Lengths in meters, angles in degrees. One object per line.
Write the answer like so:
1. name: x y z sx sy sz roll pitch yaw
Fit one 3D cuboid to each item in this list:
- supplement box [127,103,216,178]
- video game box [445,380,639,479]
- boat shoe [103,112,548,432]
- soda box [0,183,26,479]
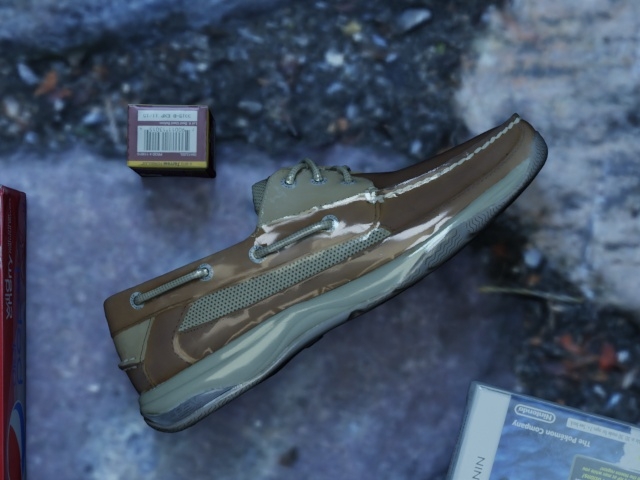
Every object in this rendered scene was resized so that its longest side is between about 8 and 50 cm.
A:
1. supplement box: -0.099 -0.066 1.087 0.055 0.083 0.043 0 87 -1
2. video game box: 0.177 0.211 1.100 0.205 0.048 0.187 15 90 0
3. boat shoe: 0.000 0.000 1.071 0.324 0.123 0.116 -32 86 -3
4. soda box: -0.242 0.094 1.075 0.083 0.092 0.263 0 88 0
